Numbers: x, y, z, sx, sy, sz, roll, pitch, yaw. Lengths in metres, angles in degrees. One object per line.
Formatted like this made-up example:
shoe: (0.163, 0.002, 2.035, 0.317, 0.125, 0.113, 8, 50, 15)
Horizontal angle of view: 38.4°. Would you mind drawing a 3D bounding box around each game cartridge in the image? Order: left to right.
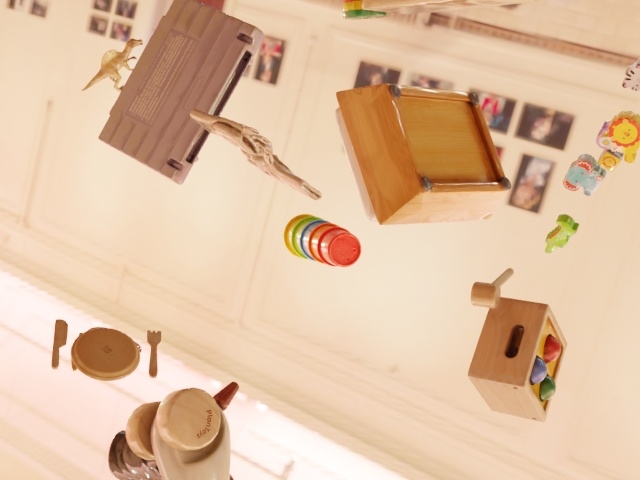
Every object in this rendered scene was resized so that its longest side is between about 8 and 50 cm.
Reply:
game cartridge: (-0.291, -0.316, 1.896, 0.230, 0.355, 0.068, 29, 179, 29)

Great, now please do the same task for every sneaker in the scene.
sneaker: (-0.241, 0.418, 1.640, 0.130, 0.109, 0.286, -12, 148, 36)

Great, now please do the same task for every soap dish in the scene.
soap dish: (0.174, -0.144, 1.502, 0.291, 0.228, 0.118, -4, 162, -45)

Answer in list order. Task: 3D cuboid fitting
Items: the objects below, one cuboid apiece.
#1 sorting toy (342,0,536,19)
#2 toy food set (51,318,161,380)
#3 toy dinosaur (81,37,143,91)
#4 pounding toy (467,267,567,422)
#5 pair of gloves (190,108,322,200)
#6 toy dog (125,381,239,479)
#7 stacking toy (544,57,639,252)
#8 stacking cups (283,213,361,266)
sorting toy: (0.130, -0.240, 0.844, 0.275, 0.046, 0.132, 1, -169, 25)
toy food set: (-0.387, 0.206, 1.654, 0.192, 0.038, 0.132, 9, -139, -15)
toy dinosaur: (-0.469, -0.383, 2.062, 0.053, 0.183, 0.092, 33, 163, 32)
pounding toy: (0.277, 0.124, 1.267, 0.094, 0.181, 0.206, 8, 152, 32)
pair of gloves: (-0.115, -0.168, 1.738, 0.240, 0.042, 0.204, 38, 175, -42)
toy dog: (-0.135, 0.334, 1.286, 0.161, 0.333, 0.220, -27, -157, -36)
stacking toy: (0.347, -0.106, 1.146, 0.052, 0.221, 0.167, 31, -136, 5)
stacking cups: (0.000, 0.000, 1.774, 0.096, 0.096, 0.316, 13, -179, -12)
